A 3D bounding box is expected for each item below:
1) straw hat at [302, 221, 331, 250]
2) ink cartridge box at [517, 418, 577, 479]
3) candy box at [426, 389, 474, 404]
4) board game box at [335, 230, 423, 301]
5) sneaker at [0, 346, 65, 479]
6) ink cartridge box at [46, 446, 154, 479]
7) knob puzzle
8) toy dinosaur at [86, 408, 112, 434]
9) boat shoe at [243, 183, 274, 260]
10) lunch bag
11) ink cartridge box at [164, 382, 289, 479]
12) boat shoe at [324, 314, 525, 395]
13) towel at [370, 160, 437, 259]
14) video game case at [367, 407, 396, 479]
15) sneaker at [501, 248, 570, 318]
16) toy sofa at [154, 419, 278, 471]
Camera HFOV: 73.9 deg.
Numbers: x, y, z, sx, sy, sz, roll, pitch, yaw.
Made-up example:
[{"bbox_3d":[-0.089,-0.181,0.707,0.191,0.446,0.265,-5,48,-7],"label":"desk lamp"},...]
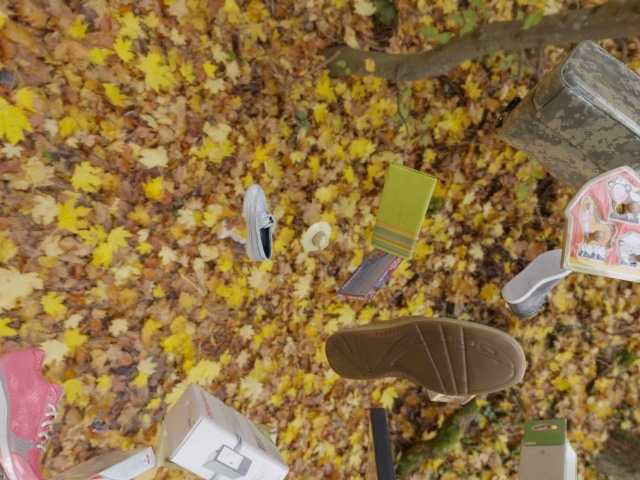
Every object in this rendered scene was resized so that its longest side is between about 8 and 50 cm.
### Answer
[{"bbox_3d":[0.000,0.000,1.724,0.145,0.061,0.144,-21,134,-23],"label":"straw hat"},{"bbox_3d":[0.557,0.544,1.041,0.062,0.109,0.209,54,41,-11],"label":"ink cartridge box"},{"bbox_3d":[0.345,0.313,0.995,0.109,0.186,0.053,14,39,-22],"label":"candy box"},{"bbox_3d":[0.174,0.070,1.258,0.281,0.145,0.027,-46,111,-25],"label":"board game box"},{"bbox_3d":[-0.579,0.350,0.848,0.136,0.116,0.313,-16,66,-36],"label":"sneaker"},{"bbox_3d":[-0.417,0.432,0.763,0.179,0.146,0.045,-1,73,-67],"label":"ink cartridge box"},{"bbox_3d":[0.507,-0.033,0.717,0.030,0.213,0.212,134,-35,-85],"label":"knob puzzle"},{"bbox_3d":[-0.541,0.457,1.028,0.090,0.047,0.082,-51,164,0],"label":"toy dinosaur"},{"bbox_3d":[-0.169,-0.050,1.238,0.079,0.081,0.227,-20,113,-58],"label":"boat shoe"},{"bbox_3d":[0.589,-0.253,0.975,0.212,0.305,0.256,-48,176,-31],"label":"lunch bag"},{"bbox_3d":[-0.237,0.499,1.050,0.273,0.198,0.114,43,78,-22],"label":"ink cartridge box"},{"bbox_3d":[0.170,0.177,0.726,0.110,0.341,0.121,-16,98,-52],"label":"boat shoe"},{"bbox_3d":[0.176,-0.057,0.927,0.021,0.102,0.237,-55,160,-42],"label":"towel"},{"bbox_3d":[0.117,0.510,0.803,0.274,0.035,0.248,-87,177,-68],"label":"video game case"},{"bbox_3d":[0.743,0.148,1.430,0.296,0.104,0.146,-34,131,-4],"label":"sneaker"},{"bbox_3d":[-0.329,0.671,1.380,0.177,0.363,0.150,40,56,-73],"label":"toy sofa"}]
